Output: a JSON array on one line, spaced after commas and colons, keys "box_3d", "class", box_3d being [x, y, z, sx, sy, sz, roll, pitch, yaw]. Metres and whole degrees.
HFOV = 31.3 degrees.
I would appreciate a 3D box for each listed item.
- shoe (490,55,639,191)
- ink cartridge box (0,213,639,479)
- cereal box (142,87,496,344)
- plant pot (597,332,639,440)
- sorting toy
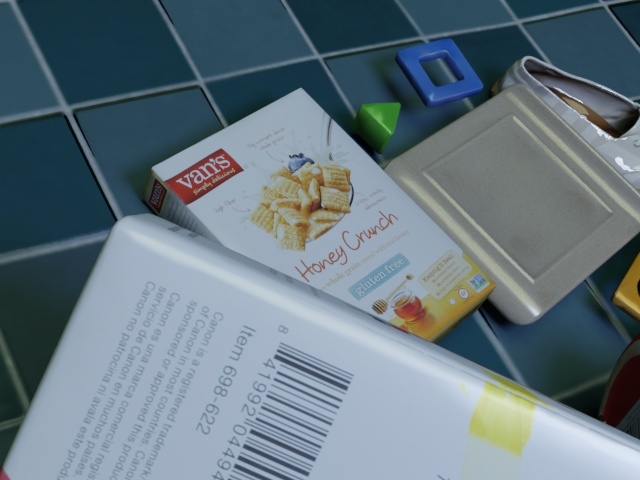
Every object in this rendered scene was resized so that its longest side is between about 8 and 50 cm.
[{"box_3d": [0.267, -0.105, 1.082, 0.219, 0.058, 0.076, 28, 51, -1], "class": "shoe"}, {"box_3d": [0.016, 0.189, 0.625, 0.384, 0.160, 0.279, 25, 89, -3], "class": "ink cartridge box"}, {"box_3d": [0.000, 0.000, 0.906, 0.240, 0.047, 0.173, 46, 52, 13], "class": "cereal box"}, {"box_3d": [0.303, 0.150, 0.833, 0.174, 0.191, 0.191, 15, 52, -4], "class": "plant pot"}, {"box_3d": [0.171, -0.030, 1.000, 0.196, 0.047, 0.348, -34, 74, -33], "class": "sorting toy"}]
